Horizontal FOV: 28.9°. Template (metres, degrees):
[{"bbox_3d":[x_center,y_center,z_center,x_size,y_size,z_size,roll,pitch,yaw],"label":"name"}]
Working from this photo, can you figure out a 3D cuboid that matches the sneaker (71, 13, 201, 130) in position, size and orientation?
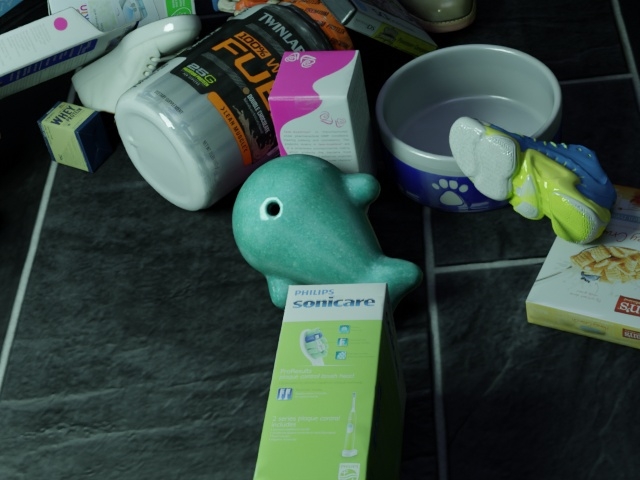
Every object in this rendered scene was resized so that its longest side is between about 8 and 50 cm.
[{"bbox_3d":[-0.266,-0.251,1.912,0.106,0.123,0.290,-16,-6,-44],"label":"sneaker"}]

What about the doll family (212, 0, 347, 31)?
[{"bbox_3d":[-0.046,-0.369,2.073,0.163,0.118,0.263,18,33,36],"label":"doll family"}]

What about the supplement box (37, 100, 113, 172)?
[{"bbox_3d":[-0.381,-0.162,1.932,0.083,0.083,0.056,16,49,28],"label":"supplement box"}]

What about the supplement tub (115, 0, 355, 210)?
[{"bbox_3d":[-0.117,-0.213,1.839,0.207,0.207,0.338,30,58,35],"label":"supplement tub"}]

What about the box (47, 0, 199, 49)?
[{"bbox_3d":[-0.339,-0.422,2.064,0.231,0.127,0.262,-10,38,-8],"label":"box"}]

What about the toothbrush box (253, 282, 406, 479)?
[{"bbox_3d":[0.020,0.217,1.371,0.122,0.206,0.283,-1,46,12],"label":"toothbrush box"}]

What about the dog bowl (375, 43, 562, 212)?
[{"bbox_3d":[0.215,-0.165,1.792,0.265,0.104,0.265,-6,44,6],"label":"dog bowl"}]

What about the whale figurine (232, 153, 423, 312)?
[{"bbox_3d":[0.000,0.000,1.621,0.272,0.141,0.216,41,96,23],"label":"whale figurine"}]

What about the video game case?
[{"bbox_3d":[0.040,-0.407,1.961,0.035,0.248,0.275,-48,60,21],"label":"video game case"}]

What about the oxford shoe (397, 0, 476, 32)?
[{"bbox_3d":[0.172,-0.498,2.110,0.140,0.146,0.397,-12,45,-4],"label":"oxford shoe"}]

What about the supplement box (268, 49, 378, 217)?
[{"bbox_3d":[0.008,-0.145,1.733,0.111,0.220,0.114,2,46,13],"label":"supplement box"}]

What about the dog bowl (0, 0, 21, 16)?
[{"bbox_3d":[-0.607,-0.504,2.339,0.166,0.074,0.297,23,53,31],"label":"dog bowl"}]

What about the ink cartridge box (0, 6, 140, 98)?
[{"bbox_3d":[-0.456,-0.262,1.842,0.371,0.069,0.176,-23,1,-17],"label":"ink cartridge box"}]

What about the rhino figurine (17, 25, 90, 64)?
[{"bbox_3d":[-0.453,-0.349,2.148,0.243,0.073,0.106,4,43,18],"label":"rhino figurine"}]

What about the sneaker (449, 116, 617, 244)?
[{"bbox_3d":[0.286,-0.094,1.637,0.240,0.091,0.126,41,47,13],"label":"sneaker"}]

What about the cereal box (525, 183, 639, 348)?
[{"bbox_3d":[0.385,0.027,1.599,0.173,0.047,0.240,12,49,25],"label":"cereal box"}]
